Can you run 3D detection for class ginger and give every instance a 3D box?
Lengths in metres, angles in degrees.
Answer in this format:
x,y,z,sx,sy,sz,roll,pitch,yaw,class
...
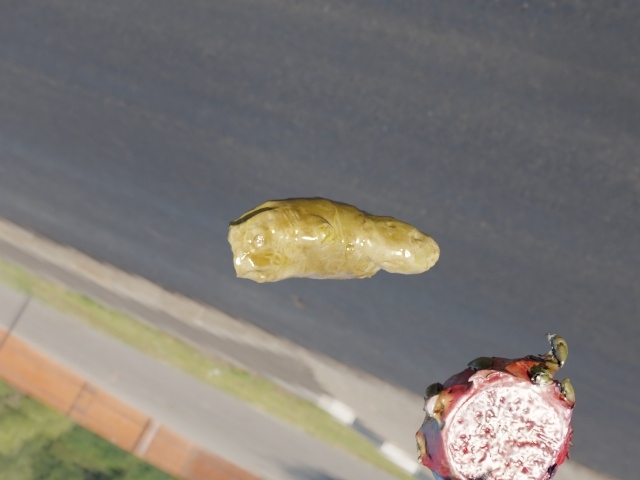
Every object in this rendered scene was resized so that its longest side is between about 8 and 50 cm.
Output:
x,y,z,sx,sy,sz,roll,pitch,yaw,class
0.001,-0.002,1.288,0.205,0.081,0.115,6,-156,-23,ginger

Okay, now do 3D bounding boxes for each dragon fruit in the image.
x,y,z,sx,sy,sz,roll,pitch,yaw,class
0.237,0.245,1.853,0.211,0.282,0.147,35,-176,11,dragon fruit
